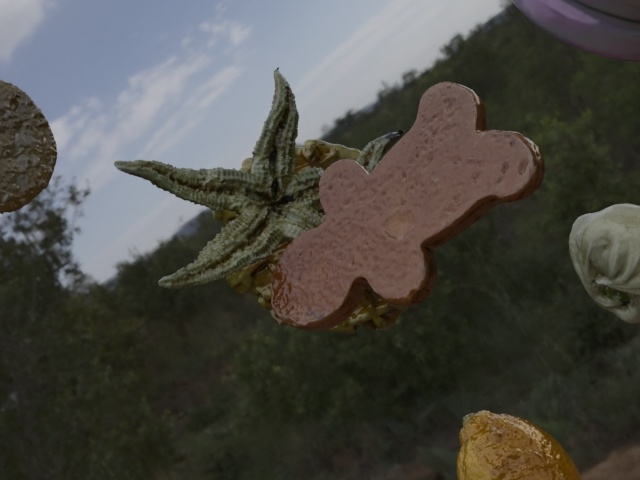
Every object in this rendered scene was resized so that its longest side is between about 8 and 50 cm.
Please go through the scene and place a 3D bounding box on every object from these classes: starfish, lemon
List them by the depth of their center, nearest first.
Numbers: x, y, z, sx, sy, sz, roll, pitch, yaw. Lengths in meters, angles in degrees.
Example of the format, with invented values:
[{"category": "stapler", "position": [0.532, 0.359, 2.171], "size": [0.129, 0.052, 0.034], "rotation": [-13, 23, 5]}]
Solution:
[{"category": "starfish", "position": [-0.061, -0.060, 1.074], "size": [0.078, 0.358, 0.347], "rotation": [122, 160, -57]}, {"category": "lemon", "position": [0.243, 0.295, 1.136], "size": [0.142, 0.187, 0.142], "rotation": [-36, -20, -15]}]

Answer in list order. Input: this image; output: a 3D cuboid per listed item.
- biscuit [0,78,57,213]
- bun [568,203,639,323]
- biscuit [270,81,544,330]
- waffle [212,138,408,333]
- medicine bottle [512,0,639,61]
[{"category": "biscuit", "position": [-0.476, -0.138, 1.267], "size": [0.220, 0.220, 0.033], "rotation": [-38, 3, -39]}, {"category": "bun", "position": [0.537, 0.048, 1.577], "size": [0.160, 0.259, 0.259], "rotation": [-45, 5, -7]}, {"category": "biscuit", "position": [0.074, -0.022, 0.969], "size": [0.324, 0.205, 0.049], "rotation": [-44, -39, 10]}, {"category": "waffle", "position": [0.000, 0.000, 1.316], "size": [0.068, 0.325, 0.302], "rotation": [-70, -5, -64]}, {"category": "medicine bottle", "position": [0.292, -0.333, 0.741], "size": [0.212, 0.212, 0.325], "rotation": [-37, -23, -33]}]
